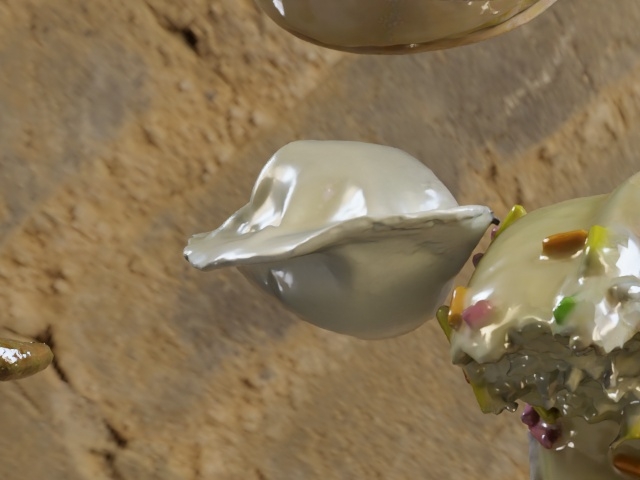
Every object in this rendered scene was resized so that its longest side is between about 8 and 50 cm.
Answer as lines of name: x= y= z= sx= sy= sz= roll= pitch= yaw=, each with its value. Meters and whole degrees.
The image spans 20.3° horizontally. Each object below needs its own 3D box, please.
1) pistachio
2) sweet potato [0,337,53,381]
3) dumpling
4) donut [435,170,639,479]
pistachio: x=0.079 y=-0.281 z=1.573 sx=0.321 sy=0.229 sz=0.238 roll=-8 pitch=-101 yaw=-2
sweet potato: x=-0.319 y=0.100 z=1.399 sx=0.075 sy=0.269 sz=0.074 roll=13 pitch=-71 yaw=44
dumpling: x=-0.002 y=0.000 z=1.098 sx=0.216 sy=0.166 sz=0.126 roll=-136 pitch=-131 yaw=-56
donut: x=0.171 y=0.138 z=1.046 sx=0.150 sy=0.307 sz=0.371 roll=0 pitch=-74 yaw=23
